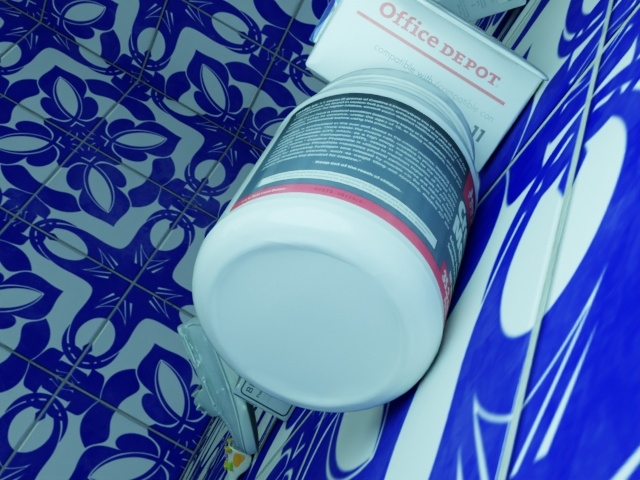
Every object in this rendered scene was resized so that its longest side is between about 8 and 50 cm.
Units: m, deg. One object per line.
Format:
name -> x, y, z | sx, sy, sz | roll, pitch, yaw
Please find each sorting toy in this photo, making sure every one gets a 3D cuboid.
sorting toy -> -0.133, 0.354, 1.474 | 0.083, 0.045, 0.075 | -97, 18, -85

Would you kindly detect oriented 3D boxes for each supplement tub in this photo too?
supplement tub -> 0.026, -0.012, 0.779 | 0.191, 0.191, 0.272 | -58, 4, 38

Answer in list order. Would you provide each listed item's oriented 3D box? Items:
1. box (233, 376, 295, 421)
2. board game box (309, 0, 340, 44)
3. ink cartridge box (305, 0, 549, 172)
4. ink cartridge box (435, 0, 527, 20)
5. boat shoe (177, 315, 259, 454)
box -> -0.044, 0.148, 1.429 | 0.169, 0.087, 0.290 | -60, 2, 4
board game box -> 0.108, -0.255, 1.365 | 0.078, 0.233, 0.347 | -60, 2, 8
ink cartridge box -> 0.105, -0.187, 0.983 | 0.119, 0.207, 0.353 | -58, 3, 15
ink cartridge box -> 0.208, -0.378, 1.432 | 0.225, 0.056, 0.181 | -14, 28, 27
boat shoe -> -0.156, 0.221, 1.429 | 0.081, 0.227, 0.079 | -19, 2, 2
